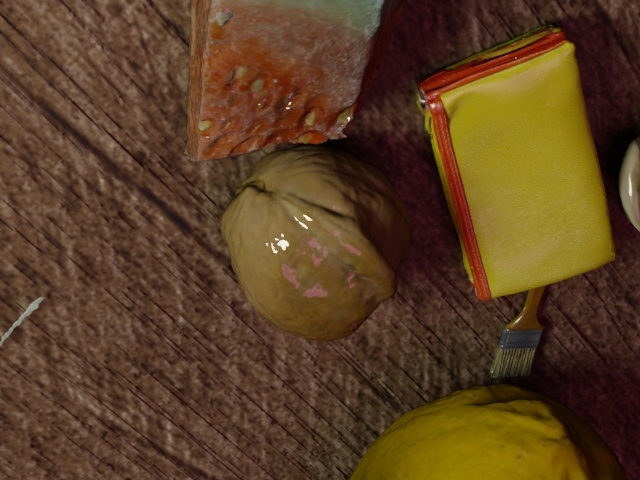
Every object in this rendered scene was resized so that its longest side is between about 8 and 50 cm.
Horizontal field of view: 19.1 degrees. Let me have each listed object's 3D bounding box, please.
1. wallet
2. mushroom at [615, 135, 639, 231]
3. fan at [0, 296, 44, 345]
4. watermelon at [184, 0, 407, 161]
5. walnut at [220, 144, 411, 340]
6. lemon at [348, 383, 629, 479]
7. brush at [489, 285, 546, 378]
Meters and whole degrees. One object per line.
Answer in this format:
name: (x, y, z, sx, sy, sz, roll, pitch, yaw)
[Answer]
wallet: (0.168, -0.064, 1.645, 0.141, 0.067, 0.241, -20, 128, -4)
mushroom: (0.376, -0.160, 1.623, 0.177, 0.126, 0.397, 3, 126, -16)
fan: (-0.332, 0.149, 1.601, 0.310, 0.010, 0.182, -44, 133, 16)
watermelon: (-0.026, -0.140, 1.462, 0.193, 0.140, 0.256, 7, 131, -21)
walnut: (0.000, 0.000, 1.557, 0.166, 0.149, 0.166, -8, 104, -34)
lemon: (0.154, 0.281, 1.767, 0.297, 0.297, 0.297, -13, 131, -16)
brush: (0.197, 0.062, 1.791, 0.043, 0.014, 0.170, -2, 125, -23)
